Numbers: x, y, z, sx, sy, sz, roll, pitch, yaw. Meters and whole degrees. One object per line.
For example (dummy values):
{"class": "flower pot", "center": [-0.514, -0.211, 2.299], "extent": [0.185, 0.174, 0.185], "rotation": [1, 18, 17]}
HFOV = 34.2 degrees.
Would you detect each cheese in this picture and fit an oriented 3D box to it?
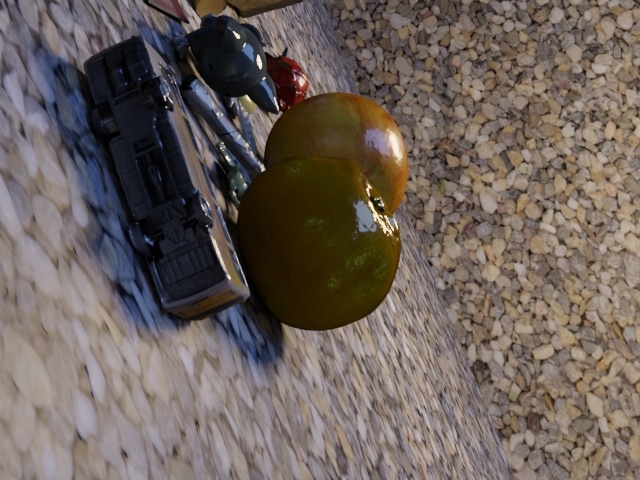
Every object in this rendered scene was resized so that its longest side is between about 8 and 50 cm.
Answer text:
{"class": "cheese", "center": [-0.151, -0.259, 1.947], "extent": [0.127, 0.050, 0.255], "rotation": [52, 18, -53]}

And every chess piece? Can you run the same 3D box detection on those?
{"class": "chess piece", "center": [-0.232, -0.508, 2.080], "extent": [0.066, 0.066, 0.122], "rotation": [49, 16, -54]}

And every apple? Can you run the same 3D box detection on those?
{"class": "apple", "center": [0.027, -0.144, 1.963], "extent": [0.286, 0.286, 0.233], "rotation": [54, 16, -42]}

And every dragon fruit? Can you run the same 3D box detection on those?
{"class": "dragon fruit", "center": [-0.089, -0.343, 2.275], "extent": [0.121, 0.130, 0.142], "rotation": [-2, 64, -42]}

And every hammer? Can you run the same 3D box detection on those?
{"class": "hammer", "center": [-0.096, -0.112, 1.770], "extent": [0.427, 0.044, 0.152], "rotation": [53, 44, -23]}

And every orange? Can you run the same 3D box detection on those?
{"class": "orange", "center": [0.000, 0.000, 1.583], "extent": [0.279, 0.235, 0.279], "rotation": [-22, 90, -85]}

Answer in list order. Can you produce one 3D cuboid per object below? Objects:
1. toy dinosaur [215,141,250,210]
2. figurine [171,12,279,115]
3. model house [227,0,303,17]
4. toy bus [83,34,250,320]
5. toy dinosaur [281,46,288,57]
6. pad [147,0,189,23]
{"class": "toy dinosaur", "center": [-0.136, -0.090, 1.685], "extent": [0.106, 0.044, 0.187], "rotation": [54, -1, 16]}
{"class": "figurine", "center": [-0.156, -0.318, 1.817], "extent": [0.265, 0.140, 0.193], "rotation": [-87, 155, -59]}
{"class": "model house", "center": [-0.148, -0.689, 2.442], "extent": [0.284, 0.243, 0.299], "rotation": [29, 48, -79]}
{"class": "toy bus", "center": [-0.184, -0.076, 1.260], "extent": [0.343, 0.097, 0.138], "rotation": [69, 10, 19]}
{"class": "toy dinosaur", "center": [-0.073, -0.347, 2.466], "extent": [0.188, 0.075, 0.248], "rotation": [-6, 77, -71]}
{"class": "pad", "center": [-0.326, -0.528, 1.823], "extent": [0.300, 0.005, 0.202], "rotation": [65, 12, 5]}
